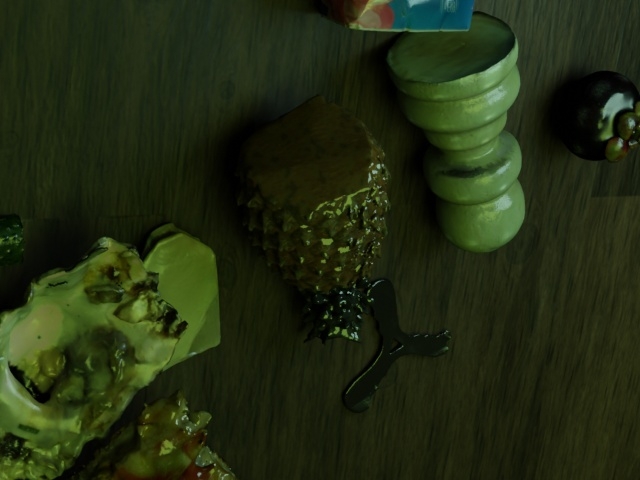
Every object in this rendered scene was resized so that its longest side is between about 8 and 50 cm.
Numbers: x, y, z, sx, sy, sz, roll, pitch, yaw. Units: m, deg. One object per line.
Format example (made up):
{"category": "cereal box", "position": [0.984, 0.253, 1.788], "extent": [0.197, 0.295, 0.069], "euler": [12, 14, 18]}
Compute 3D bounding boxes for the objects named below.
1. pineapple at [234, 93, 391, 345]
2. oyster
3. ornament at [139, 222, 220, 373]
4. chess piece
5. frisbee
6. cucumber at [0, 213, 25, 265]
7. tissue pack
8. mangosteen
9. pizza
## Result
{"category": "pineapple", "position": [0.000, 0.000, 1.896], "extent": [0.202, 0.202, 0.362], "euler": [-31, 141, -20]}
{"category": "oyster", "position": [-0.320, 0.147, 1.757], "extent": [0.201, 0.107, 0.354], "euler": [36, 96, -26]}
{"category": "ornament", "position": [-0.192, 0.095, 1.863], "extent": [0.180, 0.059, 0.201], "euler": [33, 87, -38]}
{"category": "chess piece", "position": [0.206, -0.132, 1.986], "extent": [0.182, 0.182, 0.330], "euler": [-31, 129, -21]}
{"category": "frisbee", "position": [0.120, 0.160, 2.128], "extent": [0.187, 0.012, 0.211], "euler": [5, 105, -36]}
{"category": "cucumber", "position": [-0.405, 0.007, 1.697], "extent": [0.107, 0.035, 0.067], "euler": [-8, 114, -30]}
{"category": "tissue pack", "position": [0.118, -0.406, 1.822], "extent": [0.209, 0.137, 0.270], "euler": [-4, 110, -34]}
{"category": "mangosteen", "position": [0.428, -0.178, 2.112], "extent": [0.137, 0.151, 0.137], "euler": [-30, 136, -33]}
{"category": "pizza", "position": [-0.234, 0.353, 1.820], "extent": [0.440, 0.130, 0.406], "euler": [-16, 144, -30]}
